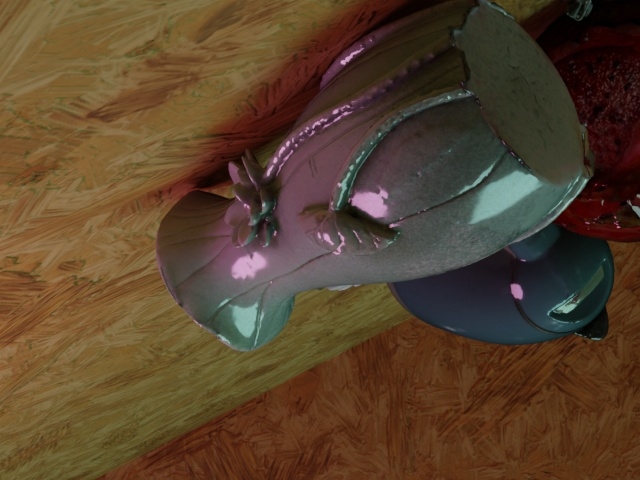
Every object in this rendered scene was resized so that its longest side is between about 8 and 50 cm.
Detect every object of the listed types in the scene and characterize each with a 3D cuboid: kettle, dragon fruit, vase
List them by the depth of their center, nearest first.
[{"bbox_3d":[0.036,-0.046,1.386,0.445,0.250,0.250,-30,170,37],"label":"vase"},{"bbox_3d":[0.349,-0.136,1.583,0.296,0.295,0.302,-29,180,5],"label":"dragon fruit"},{"bbox_3d":[0.227,-0.001,1.813,0.247,0.319,0.342,-46,-161,-8],"label":"kettle"}]

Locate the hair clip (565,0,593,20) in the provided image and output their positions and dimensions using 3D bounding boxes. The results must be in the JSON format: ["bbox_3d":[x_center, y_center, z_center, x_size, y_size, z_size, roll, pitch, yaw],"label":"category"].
[{"bbox_3d":[0.305,-0.292,1.395,0.172,0.049,0.116,-42,177,24],"label":"hair clip"}]

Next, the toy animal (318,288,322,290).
[{"bbox_3d":[0.000,0.000,1.907,0.219,0.103,0.101,-36,-170,20],"label":"toy animal"}]
